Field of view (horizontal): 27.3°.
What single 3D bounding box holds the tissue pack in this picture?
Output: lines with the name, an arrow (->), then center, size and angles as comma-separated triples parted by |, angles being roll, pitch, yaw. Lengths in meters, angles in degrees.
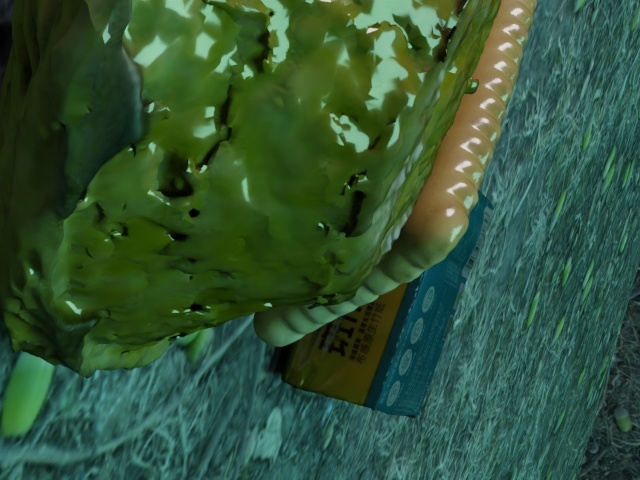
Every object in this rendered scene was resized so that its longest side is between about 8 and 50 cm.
tissue pack -> 0.046, 0.032, 0.900 | 0.169, 0.082, 0.120 | -70, 159, -3

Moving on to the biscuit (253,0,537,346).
biscuit -> 0.045, -0.062, 0.713 | 0.160, 0.030, 0.250 | -31, -152, 46

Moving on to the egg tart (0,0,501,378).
egg tart -> -0.008, -0.077, 0.526 | 0.341, 0.132, 0.341 | -62, 173, -13
